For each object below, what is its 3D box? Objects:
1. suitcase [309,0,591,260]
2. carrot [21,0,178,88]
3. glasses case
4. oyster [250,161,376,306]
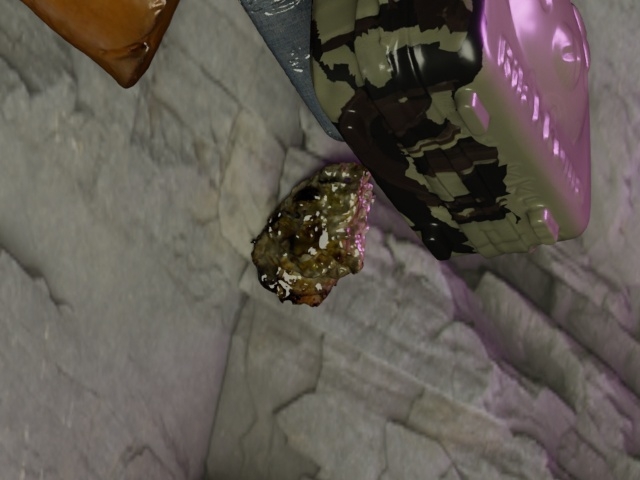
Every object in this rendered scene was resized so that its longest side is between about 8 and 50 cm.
[{"bbox_3d":[0.132,-0.190,1.373,0.194,0.339,0.351,-10,146,22],"label":"suitcase"},{"bbox_3d":[-0.237,-0.277,1.397,0.254,0.196,0.196,29,107,-7],"label":"carrot"},{"bbox_3d":[0.001,-0.204,1.465,0.109,0.067,0.282,-28,130,8],"label":"glasses case"},{"bbox_3d":[0.002,-0.007,1.585,0.105,0.056,0.177,38,109,-9],"label":"oyster"}]
